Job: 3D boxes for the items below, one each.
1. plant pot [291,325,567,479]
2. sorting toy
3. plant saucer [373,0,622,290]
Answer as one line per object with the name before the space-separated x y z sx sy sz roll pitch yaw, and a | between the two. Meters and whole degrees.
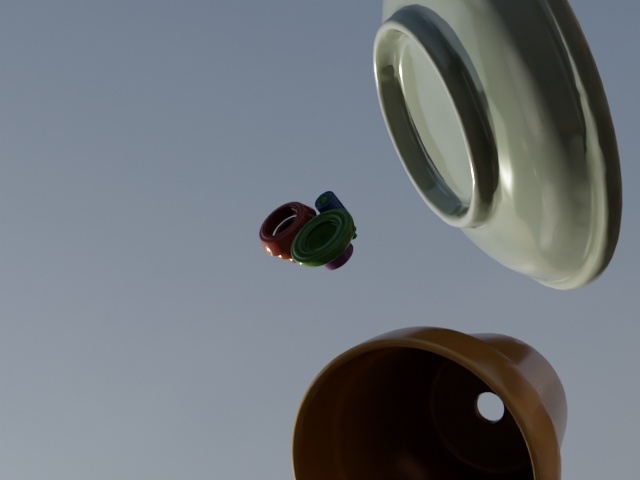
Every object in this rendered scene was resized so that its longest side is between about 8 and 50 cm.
plant pot | 0.110 0.158 1.101 0.205 0.205 0.188 -54 -16 25
sorting toy | 0.000 0.000 0.996 0.061 0.102 0.042 -49 -57 -13
plant saucer | 0.140 -0.125 1.315 0.100 0.400 0.400 -22 -39 -13
